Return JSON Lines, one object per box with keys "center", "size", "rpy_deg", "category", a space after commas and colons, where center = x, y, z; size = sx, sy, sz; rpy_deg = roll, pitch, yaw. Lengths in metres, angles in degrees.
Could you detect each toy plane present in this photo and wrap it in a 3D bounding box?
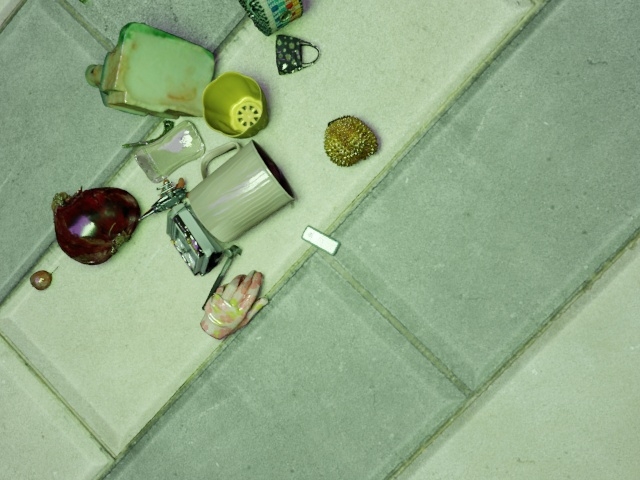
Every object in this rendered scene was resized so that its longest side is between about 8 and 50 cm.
{"center": [-0.500, -0.118, 1.759], "size": [0.189, 0.130, 0.061], "rpy_deg": [-42, 40, -18], "category": "toy plane"}

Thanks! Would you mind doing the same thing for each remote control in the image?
{"center": [0.000, 0.000, 1.733], "size": [0.124, 0.018, 0.053], "rpy_deg": [28, 95, 8], "category": "remote control"}

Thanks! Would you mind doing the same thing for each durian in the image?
{"center": [0.084, -0.299, 1.665], "size": [0.158, 0.137, 0.168], "rpy_deg": [-44, 92, -14], "category": "durian"}

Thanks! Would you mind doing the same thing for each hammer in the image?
{"center": [-0.322, 0.121, 1.762], "size": [0.029, 0.103, 0.246], "rpy_deg": [31, 108, 8], "category": "hammer"}

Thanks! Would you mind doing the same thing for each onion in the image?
{"center": [-0.707, -0.058, 1.743], "size": [0.280, 0.221, 0.281], "rpy_deg": [-1, 80, 7], "category": "onion"}

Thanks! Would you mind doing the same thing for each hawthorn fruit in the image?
{"center": [-0.937, 0.126, 1.869], "size": [0.103, 0.067, 0.067], "rpy_deg": [-33, 85, -19], "category": "hawthorn fruit"}

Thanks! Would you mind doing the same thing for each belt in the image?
{"center": [-0.148, -0.736, 1.639], "size": [0.160, 0.295, 0.207], "rpy_deg": [-35, 102, 0], "category": "belt"}

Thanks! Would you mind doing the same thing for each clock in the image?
{"center": [-0.394, 0.002, 1.699], "size": [0.083, 0.253, 0.186], "rpy_deg": [-33, 85, -23], "category": "clock"}

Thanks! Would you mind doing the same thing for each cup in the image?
{"center": [-0.257, -0.172, 1.675], "size": [0.273, 0.208, 0.288], "rpy_deg": [-36, 94, 9], "category": "cup"}

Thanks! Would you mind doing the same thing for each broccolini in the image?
{"center": [-0.562, -0.338, 1.806], "size": [0.194, 0.054, 0.052], "rpy_deg": [-28, 115, 3], "category": "broccolini"}

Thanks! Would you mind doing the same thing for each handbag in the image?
{"center": [-0.073, -0.586, 1.718], "size": [0.139, 0.072, 0.115], "rpy_deg": [-2, 86, 5], "category": "handbag"}

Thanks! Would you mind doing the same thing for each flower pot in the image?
{"center": [-0.244, -0.401, 1.690], "size": [0.195, 0.179, 0.195], "rpy_deg": [0, 91, 11], "category": "flower pot"}

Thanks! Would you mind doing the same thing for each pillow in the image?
{"center": [-0.493, -0.288, 1.798], "size": [0.232, 0.038, 0.131], "rpy_deg": [-29, 100, 8], "category": "pillow"}

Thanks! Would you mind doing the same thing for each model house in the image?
{"center": [-0.535, -0.503, 1.683], "size": [0.280, 0.312, 0.245], "rpy_deg": [16, 97, 46], "category": "model house"}

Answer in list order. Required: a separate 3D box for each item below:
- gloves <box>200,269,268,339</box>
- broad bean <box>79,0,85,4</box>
{"center": [-0.268, 0.196, 1.728], "size": [0.145, 0.126, 0.241], "rpy_deg": [41, 104, 12], "category": "gloves"}
{"center": [-0.838, -0.884, 1.851], "size": [0.061, 0.046, 0.195], "rpy_deg": [-46, 79, 18], "category": "broad bean"}
